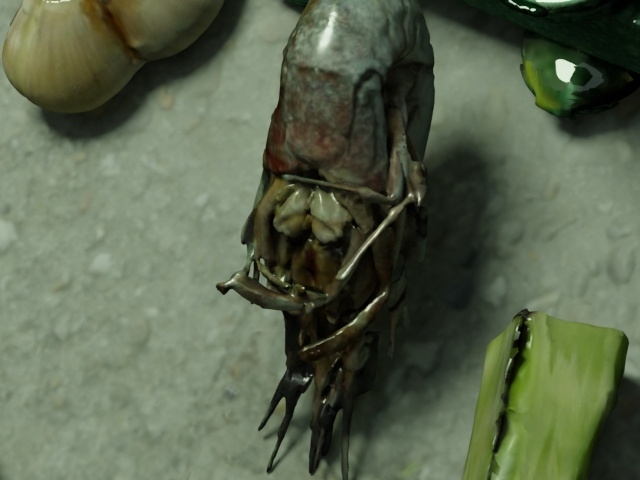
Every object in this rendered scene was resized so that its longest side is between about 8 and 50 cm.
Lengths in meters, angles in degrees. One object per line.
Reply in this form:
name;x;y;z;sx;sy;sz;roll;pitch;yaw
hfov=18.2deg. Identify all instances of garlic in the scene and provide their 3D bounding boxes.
garlic;-0.146;-0.164;1.377;0.174;0.099;0.124;-45;84;5

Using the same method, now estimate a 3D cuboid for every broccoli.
broccoli;0.096;0.221;1.139;0.221;0.252;0.361;8;41;17

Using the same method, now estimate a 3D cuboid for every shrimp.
shrimp;0.006;0.000;1.217;0.116;0.145;0.343;9;106;4

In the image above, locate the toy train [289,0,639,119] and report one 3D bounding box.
toy train;0.111;-0.251;1.282;0.397;0.160;0.253;25;76;24
